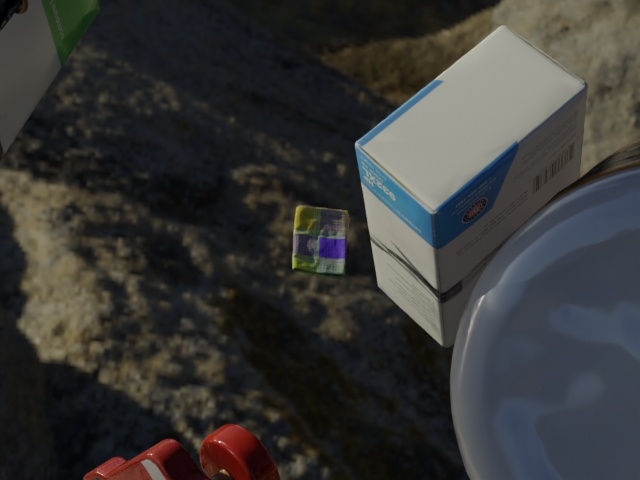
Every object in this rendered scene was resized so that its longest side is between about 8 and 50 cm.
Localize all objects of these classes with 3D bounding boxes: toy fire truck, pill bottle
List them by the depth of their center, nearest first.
[{"bbox_3d":[0.160,0.034,0.575,0.162,0.162,0.278,23,15,13],"label":"pill bottle"},{"bbox_3d":[-0.131,0.357,1.517,0.169,0.254,0.302,-34,90,-34],"label":"toy fire truck"}]

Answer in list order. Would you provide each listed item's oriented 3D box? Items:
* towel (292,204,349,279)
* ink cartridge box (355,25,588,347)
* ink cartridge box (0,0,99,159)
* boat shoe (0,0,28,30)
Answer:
[{"bbox_3d":[0.000,0.000,1.463,0.060,0.009,0.083,10,59,-7],"label":"towel"},{"bbox_3d":[0.171,-0.051,1.520,0.223,0.307,0.129,-40,63,-16],"label":"ink cartridge box"},{"bbox_3d":[-0.295,-0.109,0.833,0.211,0.121,0.289,8,48,15],"label":"ink cartridge box"},{"bbox_3d":[-0.132,-0.123,0.574,0.083,0.065,0.183,3,59,3],"label":"boat shoe"}]
